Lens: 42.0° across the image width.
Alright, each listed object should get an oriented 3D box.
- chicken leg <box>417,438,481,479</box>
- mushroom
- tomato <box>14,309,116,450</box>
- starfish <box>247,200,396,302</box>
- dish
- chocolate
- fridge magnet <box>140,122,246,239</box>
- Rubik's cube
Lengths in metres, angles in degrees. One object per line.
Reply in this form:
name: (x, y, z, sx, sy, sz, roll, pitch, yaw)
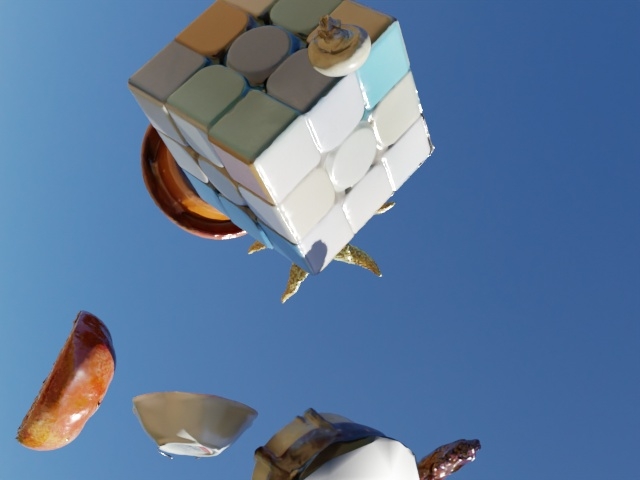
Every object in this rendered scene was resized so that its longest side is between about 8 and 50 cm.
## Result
chicken leg: (0.208, 0.420, 1.547, 0.205, 0.093, 0.053, -41, -117, 22)
mushroom: (0.021, -0.259, 1.082, 0.085, 0.085, 0.079, 53, -11, 46)
tomato: (-0.403, 0.235, 1.364, 0.237, 0.095, 0.237, -55, -163, 25)
starfish: (-0.001, 0.002, 2.032, 0.347, 0.078, 0.358, 22, -88, 15)
dish: (-0.220, 0.326, 1.424, 0.229, 0.229, 0.081, -35, -136, 52)
chocolate: (0.001, 0.398, 1.366, 0.186, 0.283, 0.284, 36, -62, 49)
fridge magnet: (-0.250, -0.182, 1.996, 0.155, 0.363, 0.364, -27, -115, 60)
Rubik's cube: (-0.058, -0.213, 1.463, 0.344, 0.346, 0.347, 32, -20, 34)
